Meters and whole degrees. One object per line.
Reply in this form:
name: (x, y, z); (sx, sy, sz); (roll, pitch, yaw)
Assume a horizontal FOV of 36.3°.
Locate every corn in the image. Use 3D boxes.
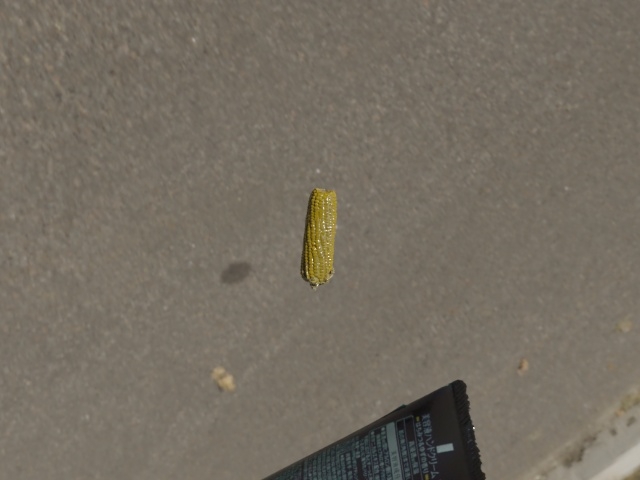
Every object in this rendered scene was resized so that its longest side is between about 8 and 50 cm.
corn: (0.000, 0.000, 0.776); (0.028, 0.027, 0.083); (5, 100, -4)

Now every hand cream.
hand cream: (0.000, 0.203, 0.737); (0.270, 0.120, 0.061); (-31, 122, 20)
